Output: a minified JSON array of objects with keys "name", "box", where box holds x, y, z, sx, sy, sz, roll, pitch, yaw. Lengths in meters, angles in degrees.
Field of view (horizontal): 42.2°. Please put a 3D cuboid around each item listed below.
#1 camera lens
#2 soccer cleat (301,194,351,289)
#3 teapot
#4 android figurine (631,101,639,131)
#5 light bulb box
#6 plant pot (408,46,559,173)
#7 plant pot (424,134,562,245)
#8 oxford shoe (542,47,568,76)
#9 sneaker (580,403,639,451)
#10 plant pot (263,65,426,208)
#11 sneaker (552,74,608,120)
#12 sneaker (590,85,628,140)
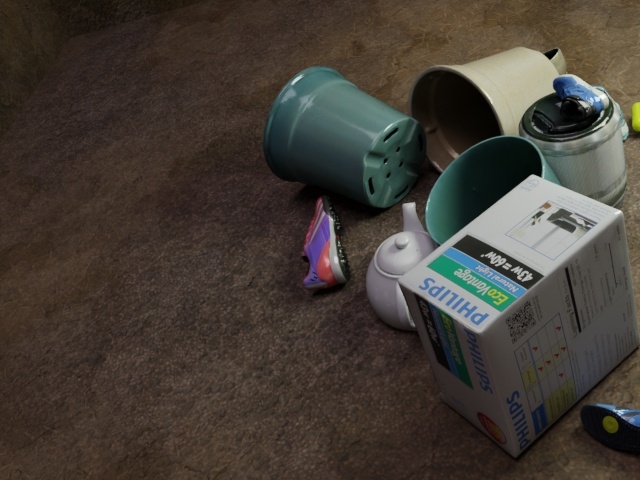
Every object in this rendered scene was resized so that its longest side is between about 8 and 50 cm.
[{"name":"camera lens","box":[0.586,-0.194,1.917,0.220,0.274,0.219,-15,39,12]},{"name":"soccer cleat","box":[0.000,0.000,2.135,0.116,0.108,0.318,-21,40,11]},{"name":"teapot","box":[0.206,0.069,1.877,0.252,0.187,0.256,-37,41,-16]},{"name":"android figurine","box":[0.907,-0.311,2.070,0.248,0.056,0.272,-4,40,23]},{"name":"light bulb box","box":[0.385,0.138,1.565,0.361,0.357,0.225,-36,38,-17]},{"name":"plant pot","box":[0.453,-0.352,2.173,0.305,0.333,0.334,-32,37,-28]},{"name":"plant pot","box":[0.416,-0.046,1.827,0.293,0.235,0.293,-29,40,29]},{"name":"oxford shoe","box":[0.529,-0.460,2.375,0.348,0.130,0.123,-18,38,7]},{"name":"sneaker","box":[0.573,0.335,1.487,0.082,0.069,0.209,-12,14,-43]},{"name":"plant pot","box":[0.082,-0.262,2.241,0.334,0.341,0.341,28,61,37]},{"name":"sneaker","box":[0.540,-0.309,1.803,0.085,0.058,0.152,-27,44,-18]},{"name":"sneaker","box":[0.711,-0.366,2.178,0.110,0.122,0.283,-26,38,-4]}]
